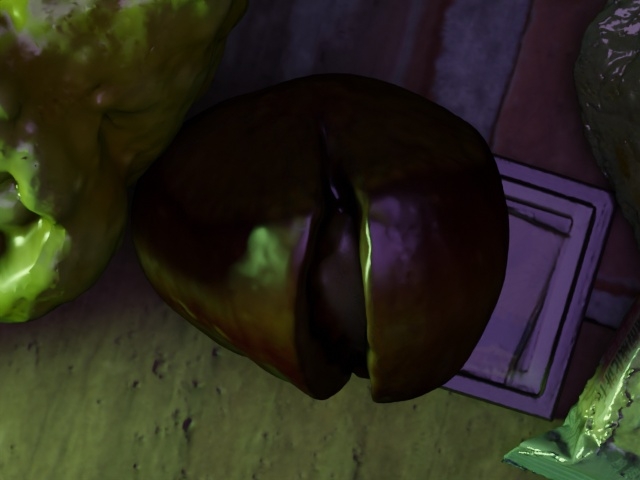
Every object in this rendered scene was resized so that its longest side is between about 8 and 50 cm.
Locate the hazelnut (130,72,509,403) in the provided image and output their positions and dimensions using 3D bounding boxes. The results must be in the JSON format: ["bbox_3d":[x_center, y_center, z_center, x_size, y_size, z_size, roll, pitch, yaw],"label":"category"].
[{"bbox_3d":[0.000,0.000,1.236,0.252,0.217,0.217,7,88,14],"label":"hazelnut"}]

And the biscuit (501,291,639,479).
[{"bbox_3d":[0.277,0.071,1.256,0.186,0.079,0.309,26,109,-9],"label":"biscuit"}]

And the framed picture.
[{"bbox_3d":[0.126,0.028,1.319,0.128,0.023,0.168,17,87,-2],"label":"framed picture"}]

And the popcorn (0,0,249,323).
[{"bbox_3d":[-0.198,-0.139,1.179,0.294,0.334,0.292,-10,119,-26],"label":"popcorn"}]

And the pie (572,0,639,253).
[{"bbox_3d":[0.291,-0.082,1.298,0.201,0.090,0.248,-26,94,-8],"label":"pie"}]
